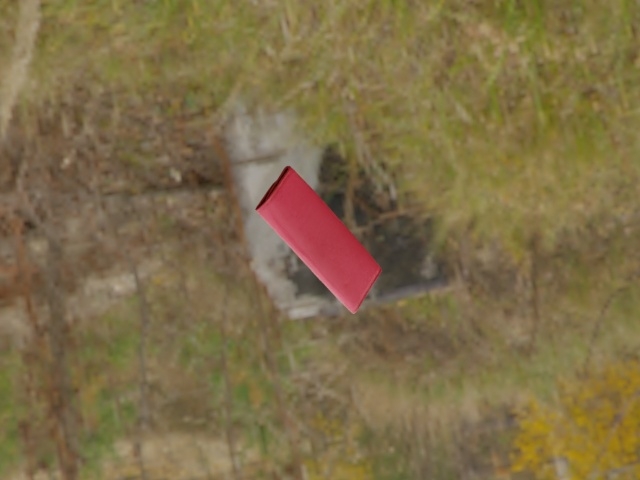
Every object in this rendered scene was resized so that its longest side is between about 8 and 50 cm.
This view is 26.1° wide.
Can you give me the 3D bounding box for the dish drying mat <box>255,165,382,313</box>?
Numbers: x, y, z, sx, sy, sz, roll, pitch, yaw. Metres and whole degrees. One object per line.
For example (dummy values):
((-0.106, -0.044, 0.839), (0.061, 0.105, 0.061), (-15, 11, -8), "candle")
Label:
((0.000, 0.000, 0.718), (0.008, 0.032, 0.083), (-1, 139, 50), "dish drying mat")
